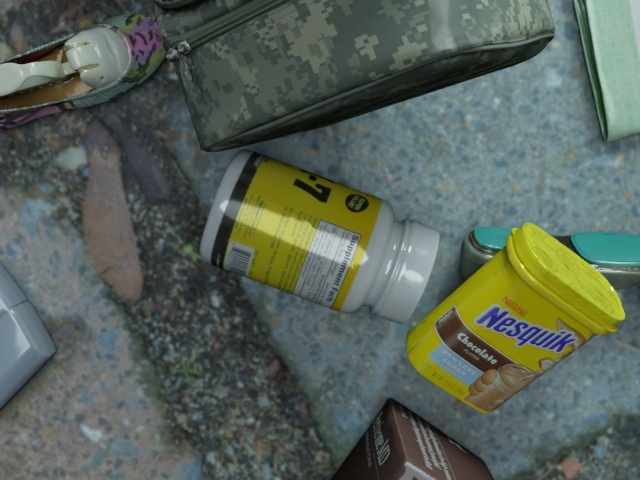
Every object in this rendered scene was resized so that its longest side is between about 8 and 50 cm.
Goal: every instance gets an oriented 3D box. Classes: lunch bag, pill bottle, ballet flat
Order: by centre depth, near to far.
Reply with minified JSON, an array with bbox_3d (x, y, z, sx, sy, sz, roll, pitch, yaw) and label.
[{"bbox_3d":[0.003,-0.233,0.610,0.305,0.212,0.256,-12,97,40],"label":"lunch bag"},{"bbox_3d":[0.000,0.000,0.718,0.208,0.119,0.119,20,94,-1],"label":"pill bottle"},{"bbox_3d":[-0.257,-0.166,0.729,0.221,0.079,0.077,-20,93,2],"label":"ballet flat"},{"bbox_3d":[0.247,0.027,0.752,0.213,0.072,0.068,4,122,1],"label":"ballet flat"}]

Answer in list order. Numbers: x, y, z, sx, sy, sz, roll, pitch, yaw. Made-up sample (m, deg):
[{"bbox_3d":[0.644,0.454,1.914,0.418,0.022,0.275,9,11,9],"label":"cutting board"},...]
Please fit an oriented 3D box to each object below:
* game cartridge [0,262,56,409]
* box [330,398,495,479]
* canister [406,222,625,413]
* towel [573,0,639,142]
[{"bbox_3d":[-0.432,0.066,0.762,0.297,0.062,0.198,44,98,-2],"label":"game cartridge"},{"bbox_3d":[0.018,0.362,0.708,0.143,0.191,0.381,36,93,-2],"label":"box"},{"bbox_3d":[0.179,0.081,0.707,0.126,0.073,0.170,33,122,-16],"label":"canister"},{"bbox_3d":[0.418,-0.258,0.735,0.324,0.038,0.248,-14,95,2],"label":"towel"}]
